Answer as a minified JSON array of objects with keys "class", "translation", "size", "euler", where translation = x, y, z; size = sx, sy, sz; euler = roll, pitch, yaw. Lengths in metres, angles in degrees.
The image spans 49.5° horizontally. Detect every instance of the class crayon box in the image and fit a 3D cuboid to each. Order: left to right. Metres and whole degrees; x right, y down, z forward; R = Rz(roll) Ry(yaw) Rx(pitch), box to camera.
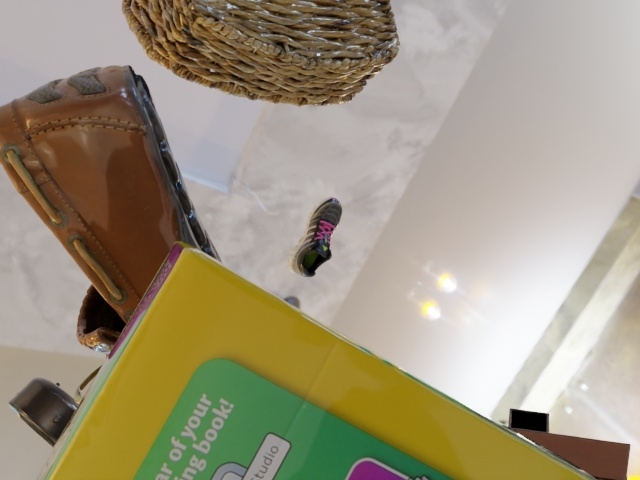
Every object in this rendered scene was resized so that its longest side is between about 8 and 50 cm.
[{"class":"crayon box","translation":[-0.042,0.234,0.427],"size":[0.313,0.106,0.363],"euler":[31,-95,-12]}]

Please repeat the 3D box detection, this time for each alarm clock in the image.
[{"class":"alarm clock","translation":[-0.364,0.238,0.943],"size":[0.064,0.192,0.129],"euler":[-51,-50,-31]}]

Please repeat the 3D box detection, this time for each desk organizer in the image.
[{"class":"desk organizer","translation":[0.275,0.229,0.779],"size":[0.047,0.130,0.050],"euler":[-47,-42,-64]}]

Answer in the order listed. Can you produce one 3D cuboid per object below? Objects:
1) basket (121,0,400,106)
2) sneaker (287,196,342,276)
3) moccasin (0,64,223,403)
[{"class":"basket","translation":[-0.077,-0.261,0.898],"size":[0.299,0.214,0.223],"euler":[-1,-18,-35]},{"class":"sneaker","translation":[0.000,0.000,1.333],"size":[0.063,0.075,0.171],"euler":[27,-84,-33]},{"class":"moccasin","translation":[-0.150,0.051,0.582],"size":[0.146,0.139,0.380],"euler":[-21,-51,-6]}]
